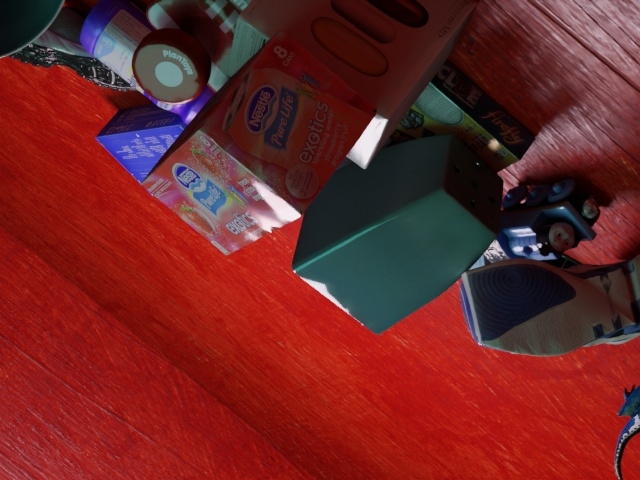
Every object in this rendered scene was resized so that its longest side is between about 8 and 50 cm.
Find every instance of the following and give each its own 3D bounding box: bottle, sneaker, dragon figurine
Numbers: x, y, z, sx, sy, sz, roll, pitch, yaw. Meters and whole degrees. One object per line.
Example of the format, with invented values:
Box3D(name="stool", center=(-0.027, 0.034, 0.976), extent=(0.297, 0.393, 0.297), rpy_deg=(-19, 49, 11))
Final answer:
Box3D(name="bottle", center=(-0.238, -0.261, 2.041), extent=(0.283, 0.092, 0.118), rpy_deg=(38, 158, -3))
Box3D(name="sneaker", center=(-0.382, -0.323, 2.145), extent=(0.271, 0.108, 0.100), rpy_deg=(19, 159, -1))
Box3D(name="dragon figurine", center=(0.464, 0.223, 1.805), extent=(0.085, 0.289, 0.144), rpy_deg=(36, -163, 8))
Box3D(name="sneaker", center=(0.337, 0.090, 1.694), extent=(0.315, 0.127, 0.182), rpy_deg=(-7, 167, -2))

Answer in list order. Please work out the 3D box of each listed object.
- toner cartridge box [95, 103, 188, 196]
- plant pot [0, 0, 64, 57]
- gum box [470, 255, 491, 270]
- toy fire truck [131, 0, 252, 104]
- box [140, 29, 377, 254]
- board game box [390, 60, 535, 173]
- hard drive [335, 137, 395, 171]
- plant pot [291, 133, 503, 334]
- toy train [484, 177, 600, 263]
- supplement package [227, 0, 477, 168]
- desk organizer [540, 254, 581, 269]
Box3D(name="toner cartridge box", center=(-0.249, -0.159, 2.301), extent=(0.165, 0.075, 0.348), rpy_deg=(46, 158, -25))
Box3D(name="plant pot", center=(-0.530, -0.435, 1.948), extent=(0.290, 0.290, 0.195), rpy_deg=(56, -176, -41))
Box3D(name="gum box", center=(0.171, -0.035, 1.944), extent=(0.184, 0.041, 0.157), rpy_deg=(29, 158, 24))
Box3D(name="toy fire truck", center=(-0.077, -0.247, 1.717), extent=(0.254, 0.169, 0.302), rpy_deg=(-30, 112, 36))
Box3D(name="box", center=(-0.077, -0.102, 1.497), extent=(0.142, 0.154, 0.300), rpy_deg=(40, 161, -10))
Box3D(name="board game box", center=(0.158, -0.141, 1.741), extent=(0.165, 0.042, 0.243), rpy_deg=(40, 159, -8))
Box3D(name="hard drive", center=(0.037, -0.100, 1.882), extent=(0.255, 0.054, 0.172), rpy_deg=(13, 150, 47))
Box3D(name="plant pot", center=(0.111, -0.024, 1.706), extent=(0.166, 0.165, 0.234), rpy_deg=(38, 132, -25))
Box3D(name="toy train", center=(0.283, -0.018, 1.714), extent=(0.080, 0.105, 0.184), rpy_deg=(44, 158, -20))
Box3D(name="supplement package", center=(0.034, -0.234, 1.528), extent=(0.203, 0.194, 0.149), rpy_deg=(35, 160, 4))
Box3D(name="desk organizer", center=(0.352, 0.060, 1.853), extent=(0.130, 0.047, 0.050), rpy_deg=(30, 156, 17))
